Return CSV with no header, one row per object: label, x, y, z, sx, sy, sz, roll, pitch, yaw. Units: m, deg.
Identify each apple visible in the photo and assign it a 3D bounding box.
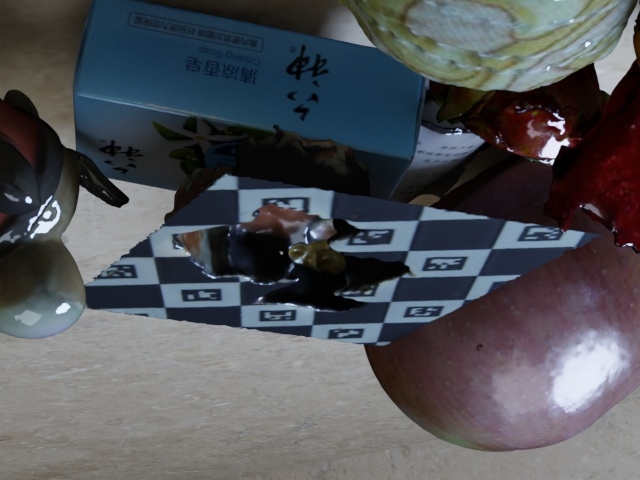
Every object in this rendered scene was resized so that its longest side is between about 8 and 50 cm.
apple,0.179,0.061,1.138,0.305,0.235,0.306,-36,-177,2

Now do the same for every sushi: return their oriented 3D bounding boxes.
sushi,0.000,0.000,0.894,0.292,0.059,0.294,9,156,-29

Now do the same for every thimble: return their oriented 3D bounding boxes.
thimble,0.084,-0.166,0.666,0.190,0.137,0.143,7,161,-1

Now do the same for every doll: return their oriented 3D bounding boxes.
doll,-0.266,-0.066,0.768,0.235,0.174,0.330,3,153,34

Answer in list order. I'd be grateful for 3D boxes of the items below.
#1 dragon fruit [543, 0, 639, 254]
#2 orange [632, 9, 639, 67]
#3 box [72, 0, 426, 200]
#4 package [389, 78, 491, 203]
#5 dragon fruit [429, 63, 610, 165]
dragon fruit,0.342,-0.064,0.862,0.343,0.282,0.100,31,-172,-14
orange,0.278,-0.137,0.672,0.234,0.182,0.234,-31,170,-6
box,-0.054,-0.087,0.888,0.232,0.083,0.142,9,161,-7
package,0.033,-0.081,1.036,0.250,0.062,0.204,6,158,-21
dragon fruit,0.142,-0.114,0.866,0.138,0.142,0.175,33,153,28
